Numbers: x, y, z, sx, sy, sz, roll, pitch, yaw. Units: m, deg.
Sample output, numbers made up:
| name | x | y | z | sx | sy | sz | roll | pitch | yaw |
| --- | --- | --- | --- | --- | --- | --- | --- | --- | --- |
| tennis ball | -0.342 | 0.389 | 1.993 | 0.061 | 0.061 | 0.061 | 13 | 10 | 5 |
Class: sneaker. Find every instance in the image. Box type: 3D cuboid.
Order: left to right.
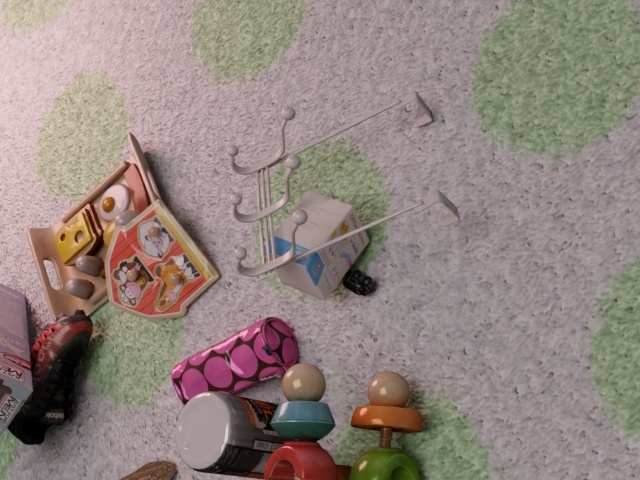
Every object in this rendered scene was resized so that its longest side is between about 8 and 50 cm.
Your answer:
| name | x | y | z | sx | sy | sz | roll | pitch | yaw |
| --- | --- | --- | --- | --- | --- | --- | --- | --- | --- |
| sneaker | -0.480 | 0.255 | 1.938 | 0.276 | 0.097 | 0.135 | -54 | 53 | 14 |
| sneaker | -0.292 | 0.409 | 1.801 | 0.118 | 0.067 | 0.042 | -23 | 58 | -4 |

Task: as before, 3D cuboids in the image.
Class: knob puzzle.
| name | x | y | z | sx | sy | sz | roll | pitch | yaw |
| --- | --- | --- | --- | --- | --- | --- | --- | --- | --- |
| knob puzzle | -0.295 | 0.054 | 1.850 | 0.213 | 0.030 | 0.213 | 2 | 98 | 16 |

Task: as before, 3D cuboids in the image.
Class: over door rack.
| name | x | y | z | sx | sy | sz | roll | pitch | yaw |
| --- | --- | --- | --- | --- | --- | --- | --- | --- | --- |
| over door rack | 0.017 | -0.098 | 1.575 | 0.324 | 0.108 | 0.239 | -16 | 48 | 10 |

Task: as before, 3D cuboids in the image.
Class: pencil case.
| name | x | y | z | sx | sy | sz | roll | pitch | yaw |
| --- | --- | --- | --- | --- | --- | --- | --- | --- | --- |
| pencil case | -0.137 | 0.202 | 1.713 | 0.209 | 0.095 | 0.098 | -29 | 78 | 29 |

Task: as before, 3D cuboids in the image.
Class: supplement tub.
| name | x | y | z | sx | sy | sz | roll | pitch | yaw |
| --- | --- | --- | --- | --- | --- | --- | --- | --- | --- |
| supplement tub | -0.112 | 0.292 | 1.600 | 0.117 | 0.190 | 0.117 | -13 | 69 | 35 |

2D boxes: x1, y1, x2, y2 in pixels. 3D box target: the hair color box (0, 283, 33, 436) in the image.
| name | x | y | z | sx | sy | sz | roll | pitch | yaw |
| --- | --- | --- | --- | --- | --- | --- | --- | --- | --- |
| hair color box | -0.619 | 0.227 | 1.941 | 0.185 | 0.113 | 0.374 | -56 | 27 | 10 |

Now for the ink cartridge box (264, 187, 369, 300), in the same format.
| name | x | y | z | sx | sy | sz | roll | pitch | yaw |
| --- | --- | --- | --- | --- | --- | --- | --- | --- | --- |
| ink cartridge box | 0.000 | 0.000 | 1.636 | 0.090 | 0.092 | 0.143 | 22 | 64 | 35 |

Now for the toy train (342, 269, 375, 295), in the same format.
| name | x | y | z | sx | sy | sz | roll | pitch | yaw |
| --- | --- | --- | --- | --- | --- | --- | --- | --- | --- |
| toy train | 0.020 | 0.045 | 1.673 | 0.036 | 0.027 | 0.158 | -44 | 50 | -18 |

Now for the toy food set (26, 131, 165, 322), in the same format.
| name | x | y | z | sx | sy | sz | roll | pitch | yaw |
| --- | --- | --- | --- | --- | --- | --- | --- | --- | --- |
| toy food set | -0.409 | -0.021 | 1.966 | 0.306 | 0.092 | 0.220 | -38 | 58 | 21 |

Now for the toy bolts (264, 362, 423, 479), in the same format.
| name | x | y | z | sx | sy | sz | roll | pitch | yaw |
| --- | --- | --- | --- | --- | --- | --- | --- | --- | --- |
| toy bolts | 0.008 | 0.259 | 1.511 | 0.218 | 0.228 | 0.158 | -11 | 71 | 42 |
